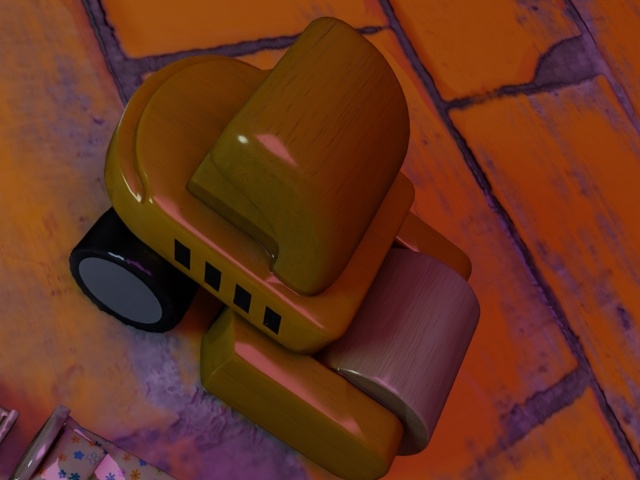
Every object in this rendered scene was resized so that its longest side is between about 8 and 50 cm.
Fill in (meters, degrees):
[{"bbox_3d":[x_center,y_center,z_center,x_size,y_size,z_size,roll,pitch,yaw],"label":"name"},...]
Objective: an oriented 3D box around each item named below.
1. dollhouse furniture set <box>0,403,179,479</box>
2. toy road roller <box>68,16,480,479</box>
[{"bbox_3d":[-0.185,0.182,0.437,0.181,0.101,0.161,33,54,-11],"label":"dollhouse furniture set"},{"bbox_3d":[0.000,0.000,0.546,0.329,0.240,0.203,37,54,-8],"label":"toy road roller"}]
